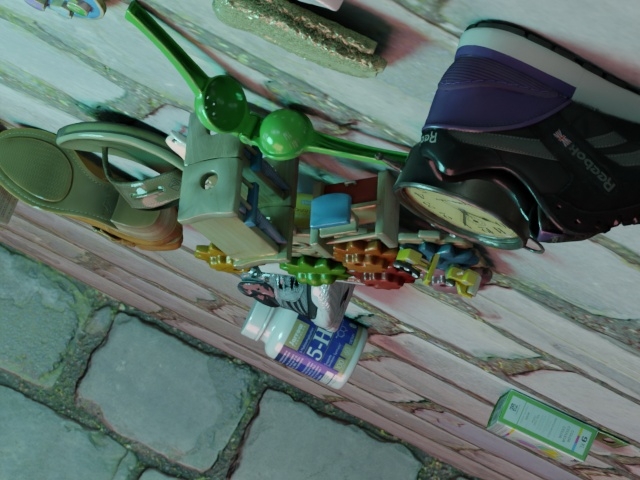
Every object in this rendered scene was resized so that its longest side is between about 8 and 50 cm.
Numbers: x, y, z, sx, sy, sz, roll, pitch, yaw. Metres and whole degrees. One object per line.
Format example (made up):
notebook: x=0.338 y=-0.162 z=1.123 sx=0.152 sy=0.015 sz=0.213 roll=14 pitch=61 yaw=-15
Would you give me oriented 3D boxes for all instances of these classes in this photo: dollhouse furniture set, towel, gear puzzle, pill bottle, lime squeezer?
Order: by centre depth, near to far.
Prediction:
towel: x=-0.018 y=-0.164 z=1.181 sx=0.148 sy=0.027 sz=0.110 roll=25 pitch=178 yaw=-3
lime squeezer: x=-0.051 y=-0.128 z=1.430 sx=0.310 sy=0.059 sz=0.110 roll=28 pitch=138 yaw=-7
dollhouse furniture set: x=-0.028 y=-0.064 z=1.525 sx=0.184 sy=0.129 sz=0.129 roll=-8 pitch=153 yaw=24
gear puzzle: x=0.014 y=0.027 z=1.673 sx=0.339 sy=0.044 sz=0.175 roll=3 pitch=165 yaw=17
pill bottle: x=-0.028 y=0.154 z=2.427 sx=0.187 sy=0.112 sz=0.112 roll=26 pitch=168 yaw=-5

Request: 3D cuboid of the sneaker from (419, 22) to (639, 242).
sneaker: x=0.207 y=-0.039 z=1.069 sx=0.283 sy=0.124 sz=0.107 roll=24 pitch=169 yaw=5

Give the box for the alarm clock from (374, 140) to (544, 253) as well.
alarm clock: x=0.146 y=-0.035 z=1.361 sx=0.129 sy=0.064 sz=0.192 roll=12 pitch=160 yaw=47

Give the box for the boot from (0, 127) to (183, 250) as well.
boot: x=-0.328 y=-0.065 z=2.166 sx=0.283 sy=0.109 sz=0.220 roll=16 pitch=171 yaw=7

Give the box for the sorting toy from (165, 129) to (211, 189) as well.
sorting toy: x=-0.146 y=-0.101 z=1.739 sx=0.075 sy=0.045 sz=0.083 roll=34 pitch=168 yaw=-7

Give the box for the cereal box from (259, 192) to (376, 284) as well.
cereal box: x=0.000 y=0.000 z=1.769 sx=0.173 sy=0.047 sz=0.240 roll=8 pitch=165 yaw=8

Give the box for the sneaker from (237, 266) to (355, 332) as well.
sneaker: x=-0.036 y=0.053 z=2.020 sx=0.153 sy=0.101 sz=0.268 roll=21 pitch=171 yaw=5

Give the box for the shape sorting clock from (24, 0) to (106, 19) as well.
shape sorting clock: x=-0.289 y=-0.252 z=1.361 sx=0.206 sy=0.040 sz=0.206 roll=24 pitch=168 yaw=5

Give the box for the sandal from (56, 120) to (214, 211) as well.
sandal: x=-0.186 y=-0.067 z=1.838 sx=0.303 sy=0.086 sz=0.120 roll=25 pitch=170 yaw=-4

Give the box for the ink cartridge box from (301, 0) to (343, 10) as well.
ink cartridge box: x=-0.074 y=-0.230 z=1.048 sx=0.181 sy=0.056 sz=0.224 roll=28 pitch=-173 yaw=-16

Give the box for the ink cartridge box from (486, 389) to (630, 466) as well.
ink cartridge box: x=0.380 y=0.314 z=2.416 sx=0.209 sy=0.062 sz=0.109 roll=24 pitch=168 yaw=2

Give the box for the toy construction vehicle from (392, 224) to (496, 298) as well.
toy construction vehicle: x=0.134 y=0.010 z=1.533 sx=0.098 sy=0.086 sz=0.035 roll=30 pitch=161 yaw=-18

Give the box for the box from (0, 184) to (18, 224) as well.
box: x=-0.560 y=-0.120 z=2.164 sx=0.148 sy=0.121 sz=0.311 roll=21 pitch=178 yaw=17
